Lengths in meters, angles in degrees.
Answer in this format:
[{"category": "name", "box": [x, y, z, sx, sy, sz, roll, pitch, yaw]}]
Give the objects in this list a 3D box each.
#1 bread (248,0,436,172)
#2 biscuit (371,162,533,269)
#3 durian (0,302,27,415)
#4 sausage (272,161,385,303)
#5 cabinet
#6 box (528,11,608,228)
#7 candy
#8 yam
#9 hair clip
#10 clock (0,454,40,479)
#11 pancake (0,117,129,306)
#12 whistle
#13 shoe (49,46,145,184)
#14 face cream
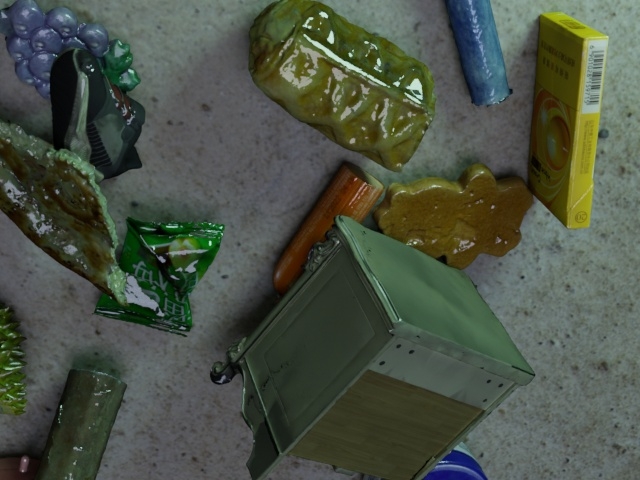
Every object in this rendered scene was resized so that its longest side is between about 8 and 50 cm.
[{"category": "bread", "box": [0.025, -0.210, 1.253, 0.268, 0.130, 0.152, 26, 67, -22]}, {"category": "biscuit", "box": [0.192, -0.032, 1.417, 0.249, 0.035, 0.184, -5, 128, -16]}, {"category": "durian", "box": [-0.518, 0.135, 1.285, 0.169, 0.158, 0.352, -33, 123, 17]}, {"category": "sausage", "box": [0.000, 0.000, 1.382, 0.071, 0.071, 0.234, 28, 107, -23]}, {"category": "cabinet", "box": [0.064, 0.183, 1.356, 0.290, 0.227, 0.318, 23, 116, -38]}, {"category": "box", "box": [0.338, -0.167, 1.335, 0.043, 0.152, 0.269, -5, 115, -8]}, {"category": "candy", "box": [-0.224, 0.046, 1.351, 0.141, 0.078, 0.203, 21, 121, -10]}, {"category": "yam", "box": [-0.358, 0.315, 1.378, 0.093, 0.093, 0.259, 22, 76, -22]}, {"category": "hair clip", "box": [-0.321, -0.233, 1.214, 0.195, 0.052, 0.124, 25, 123, -30]}, {"category": "clock", "box": [-0.464, 0.443, 1.451, 0.241, 0.142, 0.227, -31, 118, -1]}, {"category": "pancake", "box": [-0.351, -0.060, 1.214, 0.197, 0.054, 0.376, -19, 120, 41]}, {"category": "whistle", "box": [0.195, -0.325, 1.276, 0.062, 0.062, 0.304, -22, 118, -2]}, {"category": "shoe", "box": [-0.276, -0.154, 1.210, 0.112, 0.099, 0.227, -13, 147, -25]}, {"category": "face cream", "box": [0.175, 0.422, 1.603, 0.206, 0.111, 0.206, -6, 116, -12]}]
